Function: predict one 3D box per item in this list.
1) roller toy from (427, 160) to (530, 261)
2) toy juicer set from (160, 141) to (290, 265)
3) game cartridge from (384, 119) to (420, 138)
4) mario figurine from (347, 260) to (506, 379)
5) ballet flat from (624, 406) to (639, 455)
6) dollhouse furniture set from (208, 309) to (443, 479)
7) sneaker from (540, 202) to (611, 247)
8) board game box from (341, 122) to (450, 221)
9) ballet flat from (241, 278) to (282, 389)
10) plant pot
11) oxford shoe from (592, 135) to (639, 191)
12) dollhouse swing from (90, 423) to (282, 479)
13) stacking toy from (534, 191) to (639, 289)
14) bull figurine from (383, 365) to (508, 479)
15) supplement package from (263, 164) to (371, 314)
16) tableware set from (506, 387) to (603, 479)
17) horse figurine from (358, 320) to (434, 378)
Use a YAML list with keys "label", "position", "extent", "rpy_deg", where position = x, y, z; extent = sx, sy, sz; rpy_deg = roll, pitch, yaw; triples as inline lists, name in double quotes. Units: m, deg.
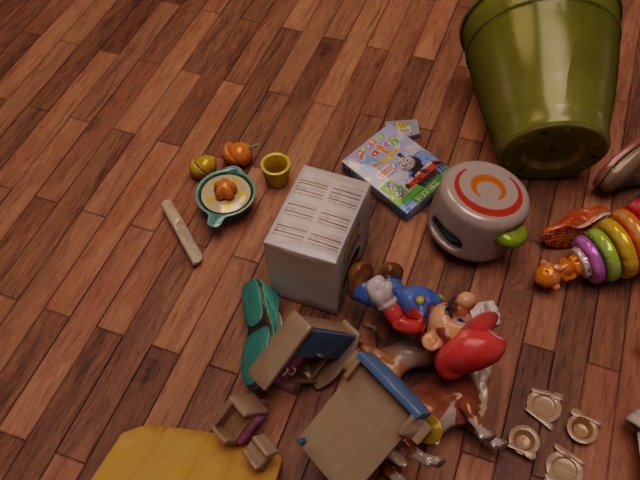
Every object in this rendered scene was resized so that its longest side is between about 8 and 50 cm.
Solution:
- label: "roller toy"
  position: [0.327, -0.059, 1.470]
  extent: [0.191, 0.146, 0.209]
  rpy_deg: [12, 49, -1]
- label: "toy juicer set"
  position: [-0.238, -0.119, 1.560]
  extent: [0.209, 0.089, 0.329]
  rpy_deg: [34, 62, 22]
- label: "game cartridge"
  position: [0.200, -0.269, 1.702]
  extent: [0.083, 0.017, 0.056]
  rpy_deg: [-4, 58, -1]
- label: "mario figurine"
  position: [0.201, 0.109, 1.249]
  extent: [0.198, 0.170, 0.320]
  rpy_deg: [-35, 42, -23]
- label: "ballet flat"
  position: [0.612, 0.442, 1.134]
  extent: [0.139, 0.139, 0.400]
  rpy_deg: [-7, 51, -4]
- label: "dollhouse furniture set"
  position: [0.032, 0.309, 1.180]
  extent: [0.303, 0.198, 0.286]
  rpy_deg: [42, 101, 30]
- label: "sneaker"
  position: [0.545, -0.032, 1.508]
  extent: [0.175, 0.064, 0.067]
  rpy_deg: [-16, 36, -16]
- label: "board game box"
  position: [0.177, -0.160, 1.603]
  extent: [0.160, 0.039, 0.211]
  rpy_deg: [-40, 62, -17]
- label: "ballet flat"
  position: [-0.101, 0.182, 1.341]
  extent: [0.083, 0.087, 0.247]
  rpy_deg: [-37, 40, 28]
- label: "plant pot"
  position: [0.507, -0.343, 1.572]
  extent: [0.366, 0.366, 0.353]
  rpy_deg: [1, 66, 2]
- label: "oxford shoe"
  position: [0.772, -0.172, 1.557]
  extent: [0.348, 0.123, 0.130]
  rpy_deg: [-23, 63, -13]
- label: "dollhouse swing"
  position: [-0.237, 0.513, 1.130]
  extent: [0.346, 0.305, 0.315]
  rpy_deg: [6, 96, 5]
- label: "stacking toy"
  position: [0.574, 0.028, 1.416]
  extent: [0.301, 0.166, 0.175]
  rpy_deg: [-23, 68, -1]
- label: "bull figurine"
  position: [0.213, 0.305, 1.234]
  extent: [0.310, 0.101, 0.188]
  rpy_deg: [-26, 46, -13]
- label: "supplement package"
  position: [0.000, 0.000, 1.405]
  extent: [0.149, 0.194, 0.203]
  rpy_deg: [16, 57, 14]
- label: "tableware set"
  position: [0.419, 0.350, 1.253]
  extent: [0.141, 0.020, 0.169]
  rpy_deg: [27, 60, 19]
- label: "horse figurine"
  position: [0.161, 0.200, 1.340]
  extent: [0.263, 0.066, 0.174]
  rpy_deg: [-21, 49, -9]
